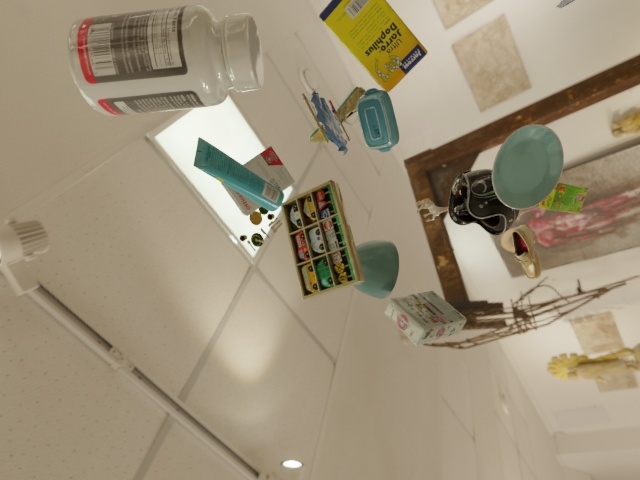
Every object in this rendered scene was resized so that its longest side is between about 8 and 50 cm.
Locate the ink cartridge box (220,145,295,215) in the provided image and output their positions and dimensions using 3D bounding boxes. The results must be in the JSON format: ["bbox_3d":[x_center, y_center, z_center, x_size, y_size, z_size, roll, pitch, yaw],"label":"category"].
[{"bbox_3d":[-0.191,-0.172,1.201,0.128,0.176,0.127,57,169,-13],"label":"ink cartridge box"}]

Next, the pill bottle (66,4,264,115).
[{"bbox_3d":[-0.277,-0.339,0.766,0.176,0.318,0.176,-4,-90,-85],"label":"pill bottle"}]

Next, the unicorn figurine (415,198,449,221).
[{"bbox_3d":[0.514,-0.140,1.854,0.162,0.111,0.060,28,-140,-39],"label":"unicorn figurine"}]

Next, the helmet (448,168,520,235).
[{"bbox_3d":[0.436,-0.101,1.058,0.169,0.161,0.169,-174,90,-85],"label":"helmet"}]

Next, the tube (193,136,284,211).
[{"bbox_3d":[-0.164,-0.127,0.821,0.207,0.052,0.080,32,-144,-39],"label":"tube"}]

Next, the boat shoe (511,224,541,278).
[{"bbox_3d":[0.616,0.040,1.227,0.059,0.063,0.170,-16,-90,-26],"label":"boat shoe"}]

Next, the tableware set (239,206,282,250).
[{"bbox_3d":[-0.204,-0.043,1.315,0.104,0.154,0.024,50,-157,4],"label":"tableware set"}]

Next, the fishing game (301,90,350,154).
[{"bbox_3d":[0.020,-0.321,1.124,0.189,0.041,0.264,61,-158,-9],"label":"fishing game"}]

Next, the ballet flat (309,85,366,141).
[{"bbox_3d":[0.095,-0.560,1.898,0.123,0.348,0.123,41,-161,-18],"label":"ballet flat"}]

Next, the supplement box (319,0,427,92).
[{"bbox_3d":[0.183,-0.744,1.458,0.356,0.195,0.194,40,-159,-19],"label":"supplement box"}]

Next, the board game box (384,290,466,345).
[{"bbox_3d":[0.480,0.346,1.848,0.303,0.098,0.224,-1,-150,-36],"label":"board game box"}]

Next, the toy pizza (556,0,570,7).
[{"bbox_3d":[0.649,-0.620,0.938,0.032,0.201,0.201,58,-151,-6],"label":"toy pizza"}]

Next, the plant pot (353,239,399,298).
[{"bbox_3d":[0.223,0.128,1.965,0.195,0.290,0.290,10,-124,-18],"label":"plant pot"}]

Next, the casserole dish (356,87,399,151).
[{"bbox_3d":[0.163,-0.348,1.191,0.037,0.114,0.188,-38,-63,-44],"label":"casserole dish"}]

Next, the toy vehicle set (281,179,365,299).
[{"bbox_3d":[0.000,0.000,1.023,0.035,0.166,0.267,12,-120,-58],"label":"toy vehicle set"}]

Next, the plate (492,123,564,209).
[{"bbox_3d":[0.458,-0.163,0.904,0.188,0.188,0.024,55,176,-23],"label":"plate"}]

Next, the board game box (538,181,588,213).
[{"bbox_3d":[0.821,-0.145,1.365,0.181,0.043,0.092,3,-74,-31],"label":"board game box"}]
